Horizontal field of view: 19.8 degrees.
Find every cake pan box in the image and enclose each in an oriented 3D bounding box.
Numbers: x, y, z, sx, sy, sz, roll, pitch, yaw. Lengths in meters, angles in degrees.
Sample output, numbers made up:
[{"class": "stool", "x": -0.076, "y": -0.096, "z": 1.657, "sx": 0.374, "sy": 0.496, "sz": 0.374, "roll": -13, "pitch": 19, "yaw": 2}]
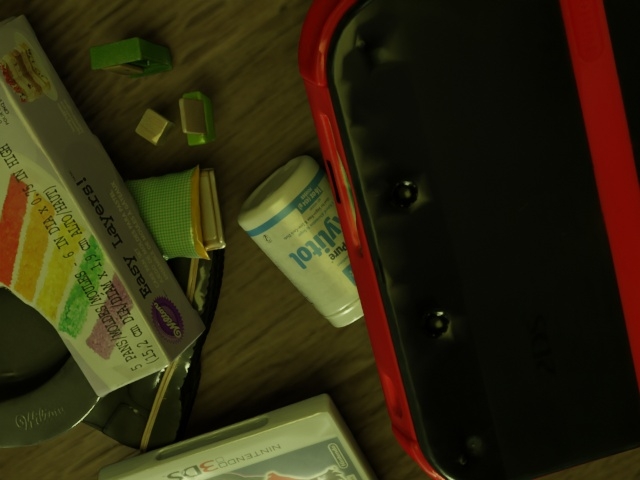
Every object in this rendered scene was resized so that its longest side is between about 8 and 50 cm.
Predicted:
[{"class": "cake pan box", "x": -0.242, "y": 0.014, "z": 1.271, "sx": 0.246, "sy": 0.070, "sz": 0.266, "roll": -23, "pitch": 101, "yaw": 29}]

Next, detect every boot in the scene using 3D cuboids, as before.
[{"class": "boot", "x": -0.150, "y": 0.060, "z": 1.319, "sx": 0.137, "sy": 0.077, "sz": 0.197, "roll": 17, "pitch": 111, "yaw": 4}]

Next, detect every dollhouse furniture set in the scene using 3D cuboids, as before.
[{"class": "dollhouse furniture set", "x": -0.114, "y": -0.058, "z": 1.241, "sx": 0.076, "sy": 0.058, "sz": 0.151, "roll": -9, "pitch": 87, "yaw": 20}]

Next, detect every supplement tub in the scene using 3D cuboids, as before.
[{"class": "supplement tub", "x": 0.000, "y": 0.000, "z": 1.279, "sx": 0.071, "sy": 0.071, "sz": 0.107, "roll": -39, "pitch": 103, "yaw": 18}]

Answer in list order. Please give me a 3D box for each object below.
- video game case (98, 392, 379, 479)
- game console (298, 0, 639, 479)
[{"class": "video game case", "x": -0.039, "y": 0.213, "z": 1.362, "sx": 0.183, "sy": 0.023, "sz": 0.201, "roll": -19, "pitch": 127, "yaw": 13}, {"class": "game console", "x": 0.184, "y": -0.033, "z": 1.231, "sx": 0.342, "sy": 0.060, "sz": 0.386, "roll": -17, "pitch": 111, "yaw": -6}]
